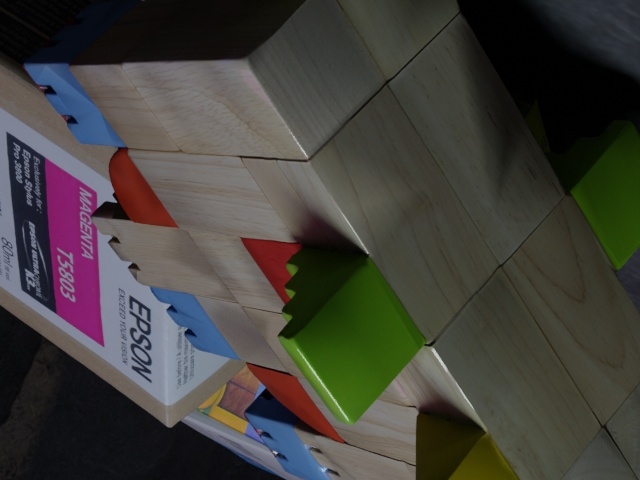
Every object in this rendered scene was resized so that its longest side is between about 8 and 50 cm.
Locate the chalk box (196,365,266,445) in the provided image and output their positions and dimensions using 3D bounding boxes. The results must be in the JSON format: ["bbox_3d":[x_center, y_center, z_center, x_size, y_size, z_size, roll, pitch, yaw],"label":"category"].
[{"bbox_3d":[-0.026,0.054,1.151,0.213,0.132,0.132,26,-154,-3],"label":"chalk box"}]

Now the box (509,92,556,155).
[{"bbox_3d":[0.056,-0.040,0.854,0.179,0.043,0.105,18,150,31],"label":"box"}]

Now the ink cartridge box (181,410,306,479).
[{"bbox_3d":[0.026,0.126,1.356,0.232,0.168,0.171,19,166,32],"label":"ink cartridge box"}]

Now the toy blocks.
[{"bbox_3d":[0.000,0.000,0.776,0.261,0.191,0.381,8,138,54],"label":"toy blocks"}]

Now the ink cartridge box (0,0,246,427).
[{"bbox_3d":[-0.134,-0.025,0.998,0.193,0.088,0.235,33,143,23],"label":"ink cartridge box"}]
